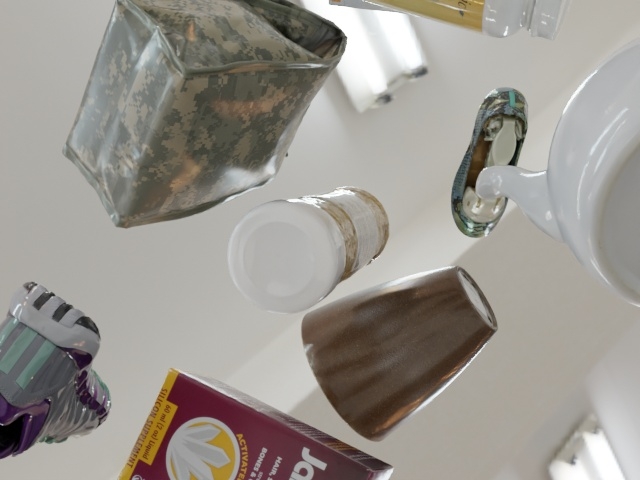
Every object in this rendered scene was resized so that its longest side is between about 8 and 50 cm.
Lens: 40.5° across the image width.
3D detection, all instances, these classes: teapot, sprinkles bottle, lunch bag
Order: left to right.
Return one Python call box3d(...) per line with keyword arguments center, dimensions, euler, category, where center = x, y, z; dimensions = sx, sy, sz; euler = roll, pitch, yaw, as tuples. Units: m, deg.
box3d(center=(-0.122, -0.164, 1.029), dimensions=(0.287, 0.235, 0.169), euler=(-13, -125, -45), category="lunch bag")
box3d(center=(0.000, 0.000, 1.063), dimensions=(0.355, 0.121, 0.121), euler=(-24, -70, -75), category="sprinkles bottle")
box3d(center=(0.298, -0.080, 0.703), dimensions=(0.256, 0.187, 0.252), euler=(13, -57, -12), category="teapot")

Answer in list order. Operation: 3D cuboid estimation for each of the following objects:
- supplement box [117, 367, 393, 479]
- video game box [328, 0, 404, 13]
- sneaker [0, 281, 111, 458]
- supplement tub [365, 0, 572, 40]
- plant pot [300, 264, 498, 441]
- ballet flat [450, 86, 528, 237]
box3d(center=(-0.051, 0.188, 0.695), dimensions=(0.104, 0.188, 0.081), euler=(-66, -21, -6), category="supplement box")
box3d(center=(0.098, -0.333, 0.910), dimensions=(0.048, 0.205, 0.187), euler=(-41, -44, -45), category="video game box")
box3d(center=(-0.207, 0.113, 0.604), dimensions=(0.083, 0.223, 0.098), euler=(29, -120, 7), category="sneaker")
box3d(center=(0.119, -0.254, 0.729), dimensions=(0.144, 0.200, 0.144), euler=(20, -90, -75), category="supplement tub")
box3d(center=(0.127, 0.138, 1.244), dimensions=(0.230, 0.215, 0.215), euler=(-34, -64, 18), category="plant pot")
box3d(center=(0.185, -0.074, 0.957), dimensions=(0.070, 0.070, 0.188), euler=(-16, -54, -31), category="ballet flat")
